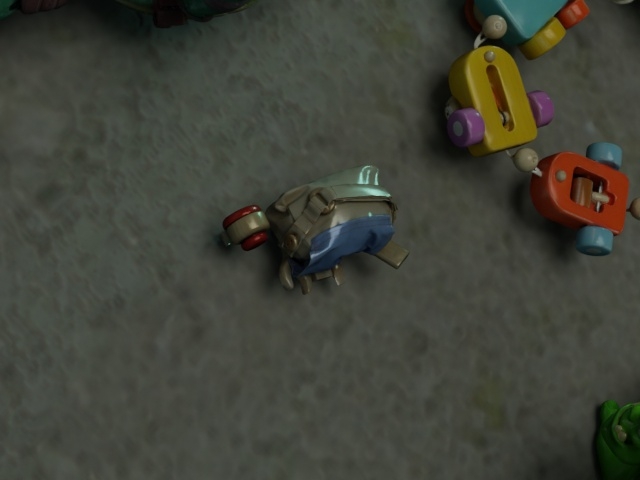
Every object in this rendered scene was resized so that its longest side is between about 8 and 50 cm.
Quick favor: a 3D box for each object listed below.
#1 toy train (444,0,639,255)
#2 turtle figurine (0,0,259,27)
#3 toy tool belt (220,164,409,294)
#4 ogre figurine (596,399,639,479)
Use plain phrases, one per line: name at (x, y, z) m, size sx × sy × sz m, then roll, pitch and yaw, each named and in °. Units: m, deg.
toy train at (0.116, -0.078, 0.875) m, size 0.125 × 0.046 × 0.166 m, roll 14°, pitch 72°, yaw -28°
turtle figurine at (-0.067, -0.147, 0.741) m, size 0.234 × 0.118 × 0.175 m, roll -8°, pitch 48°, yaw -18°
toy tool belt at (0.000, 0.000, 0.779) m, size 0.083 × 0.052 × 0.051 m, roll -20°, pitch 78°, yaw -32°
ogre figurine at (0.158, 0.121, 0.796) m, size 0.197 × 0.118 × 0.097 m, roll -20°, pitch 87°, yaw -34°
